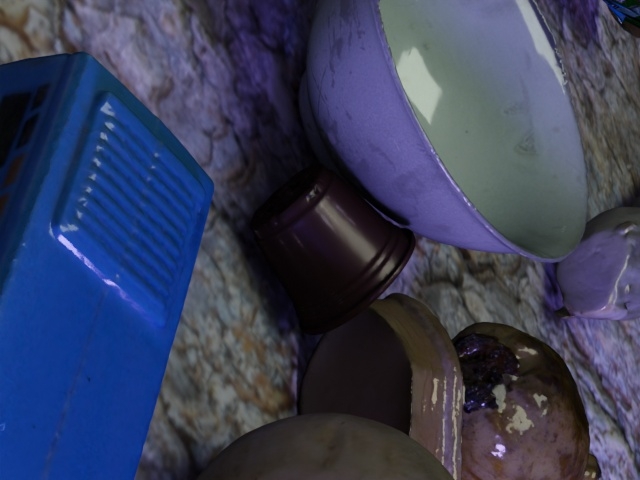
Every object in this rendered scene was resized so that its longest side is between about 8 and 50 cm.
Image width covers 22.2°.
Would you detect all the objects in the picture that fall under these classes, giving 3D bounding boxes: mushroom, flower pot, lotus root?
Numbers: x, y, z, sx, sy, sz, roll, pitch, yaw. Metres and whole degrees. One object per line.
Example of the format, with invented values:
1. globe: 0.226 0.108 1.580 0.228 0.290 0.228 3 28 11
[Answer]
1. mushroom: 0.328 0.006 1.655 0.351 0.097 0.109 -27 104 -59
2. flower pot: 0.000 0.000 1.180 0.089 0.111 0.111 48 42 -16
3. lotus root: 0.160 0.156 1.328 0.214 0.138 0.138 48 43 -35
4. mushroom: 0.007 0.224 1.022 0.206 0.206 0.209 -54 128 -48

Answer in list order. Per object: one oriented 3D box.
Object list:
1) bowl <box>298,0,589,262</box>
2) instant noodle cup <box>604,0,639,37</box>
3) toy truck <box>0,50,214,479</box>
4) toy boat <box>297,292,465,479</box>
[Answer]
1. bowl: 0.073 -0.109 1.261 0.313 0.146 0.313 35 45 -44
2. instant noodle cup: 0.331 -0.344 1.673 0.178 0.240 0.240 25 58 -38
3. toy truck: -0.184 0.088 0.820 0.161 0.162 0.385 47 44 -38
4. toy boat: 0.042 0.125 1.177 0.061 0.116 0.188 17 67 -45
